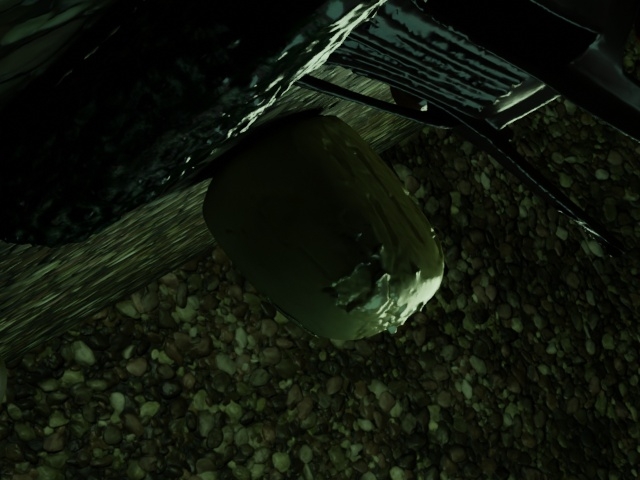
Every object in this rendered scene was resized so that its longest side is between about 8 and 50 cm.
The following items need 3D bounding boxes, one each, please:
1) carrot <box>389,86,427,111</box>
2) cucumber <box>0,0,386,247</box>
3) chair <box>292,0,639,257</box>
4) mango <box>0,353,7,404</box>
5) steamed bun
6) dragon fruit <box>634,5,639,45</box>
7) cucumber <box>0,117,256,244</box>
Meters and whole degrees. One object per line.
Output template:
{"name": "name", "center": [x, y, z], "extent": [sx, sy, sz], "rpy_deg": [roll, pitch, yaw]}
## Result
{"name": "carrot", "center": [0.106, -0.167, 1.343], "extent": [0.059, 0.059, 0.248], "rpy_deg": [-31, -177, 10]}
{"name": "cucumber", "center": [-0.033, -0.080, 0.485], "extent": [0.293, 0.067, 0.067], "rpy_deg": [-32, 179, 39]}
{"name": "chair", "center": [0.108, -0.135, 0.763], "extent": [0.326, 0.183, 0.176], "rpy_deg": [26, 141, -33]}
{"name": "mango", "center": [-0.330, 0.129, 1.072], "extent": [0.133, 0.111, 0.267], "rpy_deg": [-43, -177, 8]}
{"name": "steamed bun", "center": [0.000, 0.000, 1.261], "extent": [0.166, 0.232, 0.273], "rpy_deg": [-37, 177, 17]}
{"name": "dragon fruit", "center": [0.423, -0.248, 1.245], "extent": [0.244, 0.244, 0.299], "rpy_deg": [-31, -160, 16]}
{"name": "cucumber", "center": [-0.119, -0.044, 0.783], "extent": [0.184, 0.033, 0.036], "rpy_deg": [-29, -159, 7]}
